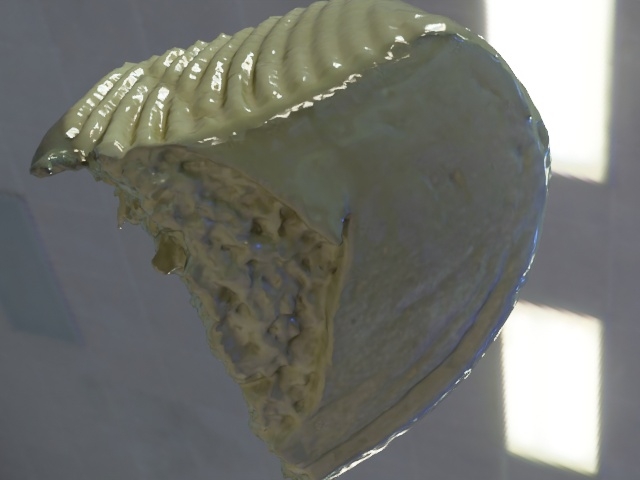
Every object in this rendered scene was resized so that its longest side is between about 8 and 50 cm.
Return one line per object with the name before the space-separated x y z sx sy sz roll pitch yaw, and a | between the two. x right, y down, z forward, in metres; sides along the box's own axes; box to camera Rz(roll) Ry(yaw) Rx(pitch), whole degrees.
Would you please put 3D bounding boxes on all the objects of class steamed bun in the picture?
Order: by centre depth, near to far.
steamed bun | 0.000 0.000 0.818 0.273 0.290 0.272 -21 -66 -2
